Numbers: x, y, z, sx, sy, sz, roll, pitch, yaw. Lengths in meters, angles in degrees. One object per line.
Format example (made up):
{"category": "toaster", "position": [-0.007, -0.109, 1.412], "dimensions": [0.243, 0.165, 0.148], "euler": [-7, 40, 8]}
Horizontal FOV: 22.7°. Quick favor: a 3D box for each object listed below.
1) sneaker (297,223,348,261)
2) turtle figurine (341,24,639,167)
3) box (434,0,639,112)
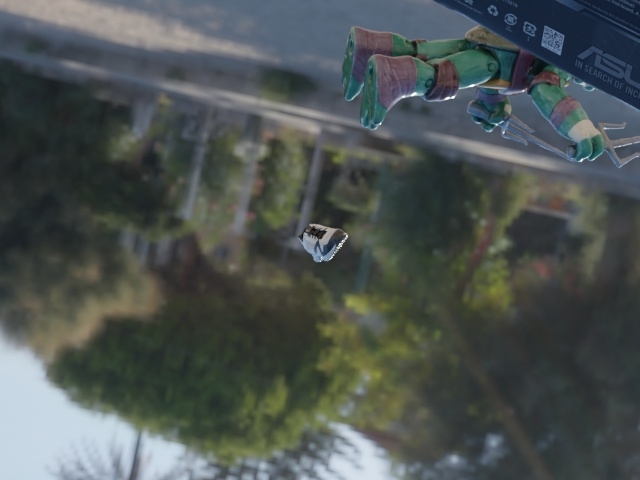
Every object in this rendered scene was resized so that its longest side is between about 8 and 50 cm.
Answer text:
{"category": "sneaker", "position": [0.000, 0.000, 1.964], "dimensions": [0.044, 0.040, 0.109], "euler": [43, 162, -8]}
{"category": "turtle figurine", "position": [0.141, -0.119, 1.199], "dimensions": [0.234, 0.118, 0.175], "euler": [2, -175, -11]}
{"category": "box", "position": [0.062, -0.166, 0.550], "dimensions": [0.233, 0.183, 0.059], "euler": [31, -126, 23]}
